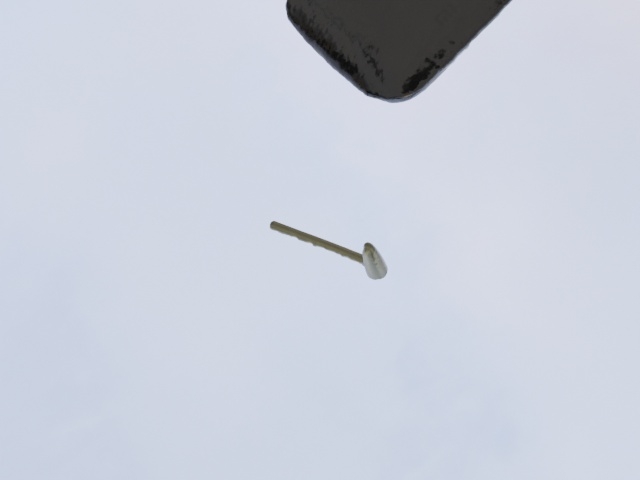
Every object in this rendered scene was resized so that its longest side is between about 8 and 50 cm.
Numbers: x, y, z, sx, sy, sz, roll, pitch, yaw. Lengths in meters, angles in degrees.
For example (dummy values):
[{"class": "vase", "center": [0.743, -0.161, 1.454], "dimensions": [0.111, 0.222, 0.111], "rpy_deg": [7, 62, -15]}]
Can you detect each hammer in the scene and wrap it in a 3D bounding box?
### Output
[{"class": "hammer", "center": [0.000, 0.000, 1.268], "dimensions": [0.195, 0.060, 0.028], "rpy_deg": [20, -116, 36]}]

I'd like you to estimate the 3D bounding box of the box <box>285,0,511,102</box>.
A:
[{"class": "box", "center": [0.082, -0.244, 0.925], "dimensions": [0.212, 0.042, 0.201], "rpy_deg": [-47, -118, 12]}]
